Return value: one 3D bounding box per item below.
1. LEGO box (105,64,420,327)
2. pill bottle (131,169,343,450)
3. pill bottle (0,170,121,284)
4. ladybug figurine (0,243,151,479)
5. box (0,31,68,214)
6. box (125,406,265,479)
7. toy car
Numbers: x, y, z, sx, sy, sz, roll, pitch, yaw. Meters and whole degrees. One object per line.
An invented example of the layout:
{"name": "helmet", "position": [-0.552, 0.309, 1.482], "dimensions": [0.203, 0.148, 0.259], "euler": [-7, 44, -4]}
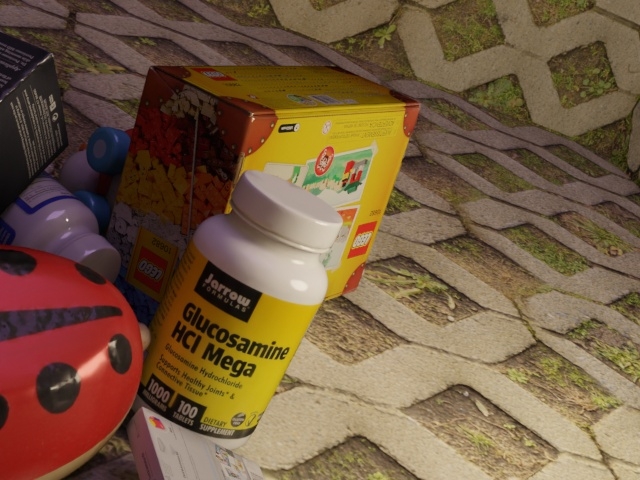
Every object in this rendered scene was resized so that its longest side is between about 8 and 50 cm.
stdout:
{"name": "LEGO box", "position": [-0.084, -0.075, 1.629], "dimensions": [0.193, 0.373, 0.500], "euler": [29, 22, 26]}
{"name": "pill bottle", "position": [-0.107, 0.088, 1.312], "dimensions": [0.188, 0.334, 0.188], "euler": [25, 14, -7]}
{"name": "pill bottle", "position": [-0.418, -0.018, 1.470], "dimensions": [0.272, 0.152, 0.152], "euler": [38, 26, 23]}
{"name": "ladybug figurine", "position": [-0.372, 0.126, 1.103], "dimensions": [0.449, 0.162, 0.305], "euler": [-11, 67, -43]}
{"name": "box", "position": [-0.575, -0.154, 1.355], "dimensions": [0.343, 0.179, 0.312], "euler": [24, 51, 15]}
{"name": "box", "position": [-0.133, 0.284, 1.194], "dimensions": [0.186, 0.038, 0.145], "euler": [35, 10, -32]}
{"name": "toy car", "position": [-0.353, -0.109, 1.690], "dimensions": [0.238, 0.210, 0.219], "euler": [27, 10, 35]}
